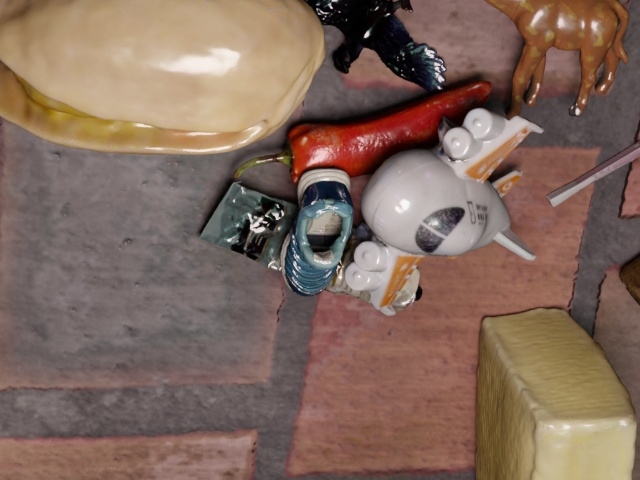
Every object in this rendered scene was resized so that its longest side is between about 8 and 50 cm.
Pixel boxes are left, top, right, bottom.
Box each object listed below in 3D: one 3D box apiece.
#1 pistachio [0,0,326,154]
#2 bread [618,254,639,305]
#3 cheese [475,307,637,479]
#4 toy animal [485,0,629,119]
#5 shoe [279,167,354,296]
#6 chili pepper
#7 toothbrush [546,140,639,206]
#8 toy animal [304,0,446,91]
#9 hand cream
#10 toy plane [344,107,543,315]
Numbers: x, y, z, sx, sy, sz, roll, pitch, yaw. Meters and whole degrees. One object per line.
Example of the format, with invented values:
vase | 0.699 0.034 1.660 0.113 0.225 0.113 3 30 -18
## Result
pistachio | -0.143 -0.169 1.311 0.299 0.187 0.187 4 114 -9
bread | 0.535 -0.026 1.600 0.416 0.113 0.165 -40 121 4
cheese | 0.245 0.243 1.569 0.124 0.242 0.265 -4 116 -4
toy animal | 0.190 -0.225 1.436 0.224 0.066 0.229 -5 127 3
shoe | 0.000 0.000 1.428 0.064 0.071 0.143 4 126 -13
chili pepper | 0.046 -0.099 1.450 0.272 0.063 0.071 -17 151 -7
toothbrush | 0.326 -0.092 1.563 0.194 0.014 0.017 -33 119 1
toy animal | 0.046 -0.210 1.410 0.220 0.062 0.108 22 127 -25
hand cream | 0.000 0.011 1.503 0.248 0.052 0.075 23 101 -21
toy plane | 0.127 -0.026 1.442 0.245 0.117 0.244 -33 153 -20
